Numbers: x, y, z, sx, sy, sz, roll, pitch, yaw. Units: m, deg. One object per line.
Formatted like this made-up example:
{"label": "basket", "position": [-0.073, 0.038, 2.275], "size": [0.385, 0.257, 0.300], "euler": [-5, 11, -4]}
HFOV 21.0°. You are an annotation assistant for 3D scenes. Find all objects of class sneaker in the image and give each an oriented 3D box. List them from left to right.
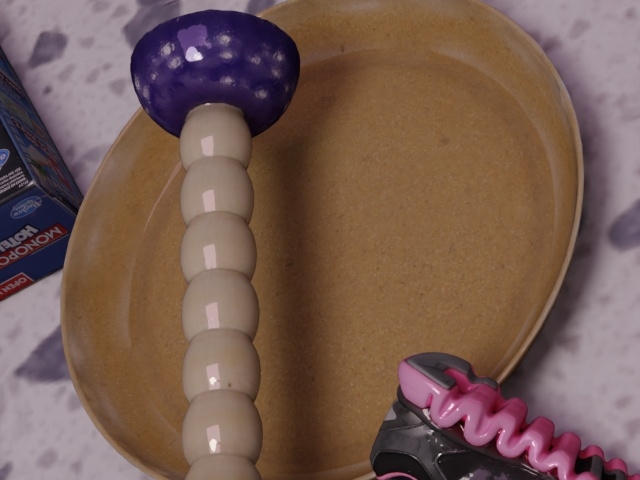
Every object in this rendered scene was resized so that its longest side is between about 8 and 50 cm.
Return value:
{"label": "sneaker", "position": [0.069, 0.090, 0.601], "size": [0.119, 0.047, 0.057], "euler": [34, 104, 15]}

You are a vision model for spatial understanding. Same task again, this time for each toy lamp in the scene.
{"label": "toy lamp", "position": [-0.039, 0.043, 0.638], "size": [0.080, 0.080, 0.274], "euler": [-18, 54, 20]}

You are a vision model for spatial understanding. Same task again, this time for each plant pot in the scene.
{"label": "plant pot", "position": [0.000, 0.000, 0.710], "size": [0.236, 0.032, 0.236], "euler": [-14, 58, 22]}

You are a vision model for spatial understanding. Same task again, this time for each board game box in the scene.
{"label": "board game box", "position": [-0.214, -0.042, 0.841], "size": [0.194, 0.060, 0.194], "euler": [-27, 52, 14]}
